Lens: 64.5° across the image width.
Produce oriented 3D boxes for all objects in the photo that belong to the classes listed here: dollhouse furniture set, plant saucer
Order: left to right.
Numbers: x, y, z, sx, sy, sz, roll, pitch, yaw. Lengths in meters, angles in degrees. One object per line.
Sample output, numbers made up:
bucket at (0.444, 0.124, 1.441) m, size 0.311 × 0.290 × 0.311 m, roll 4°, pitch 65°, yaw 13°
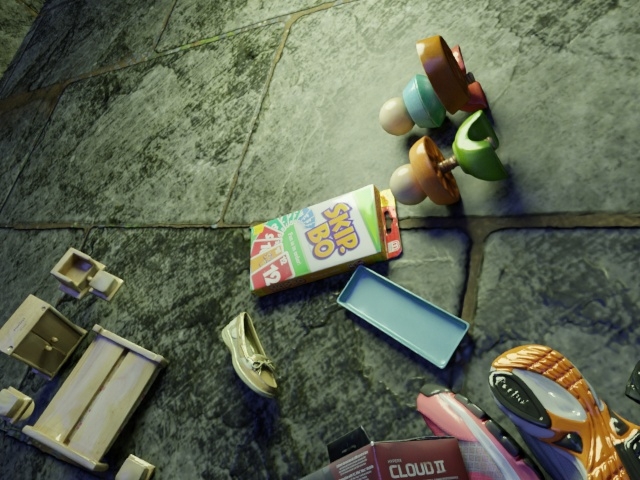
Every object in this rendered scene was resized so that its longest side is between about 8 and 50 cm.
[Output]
dollhouse furniture set at (-0.375, 0.232, 0.928) m, size 0.355 × 0.174 × 0.303 m, roll 24°, pitch 64°, yaw 10°
plant saucer at (0.108, 0.100, 0.696) m, size 0.192 × 0.018 × 0.067 m, roll 28°, pitch 82°, yaw 41°

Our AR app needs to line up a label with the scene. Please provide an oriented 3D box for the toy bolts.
toy bolts at (0.142, -0.180, 0.726) m, size 0.158 × 0.218 × 0.229 m, roll -24°, pitch 36°, yaw 28°

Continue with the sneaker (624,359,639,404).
sneaker at (0.351, 0.109, 0.479) m, size 0.124 × 0.107 × 0.284 m, roll -13°, pitch 58°, yaw 34°

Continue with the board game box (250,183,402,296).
board game box at (0.000, 0.000, 0.814) m, size 0.259 × 0.039 × 0.124 m, roll -17°, pitch 58°, yaw 22°

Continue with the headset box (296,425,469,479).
headset box at (0.057, 0.335, 0.479) m, size 0.218 × 0.110 × 0.293 m, roll -48°, pitch 43°, yaw 43°

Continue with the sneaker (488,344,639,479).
sneaker at (0.264, 0.213, 0.456) m, size 0.099 × 0.121 × 0.262 m, roll -33°, pitch 39°, yaw 0°

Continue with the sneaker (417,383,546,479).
sneaker at (0.173, 0.278, 0.484) m, size 0.136 × 0.116 × 0.314 m, roll -42°, pitch 50°, yaw 2°

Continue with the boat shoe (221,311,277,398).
boat shoe at (-0.103, 0.172, 0.771) m, size 0.048 × 0.056 × 0.153 m, roll -48°, pitch 42°, yaw 7°
